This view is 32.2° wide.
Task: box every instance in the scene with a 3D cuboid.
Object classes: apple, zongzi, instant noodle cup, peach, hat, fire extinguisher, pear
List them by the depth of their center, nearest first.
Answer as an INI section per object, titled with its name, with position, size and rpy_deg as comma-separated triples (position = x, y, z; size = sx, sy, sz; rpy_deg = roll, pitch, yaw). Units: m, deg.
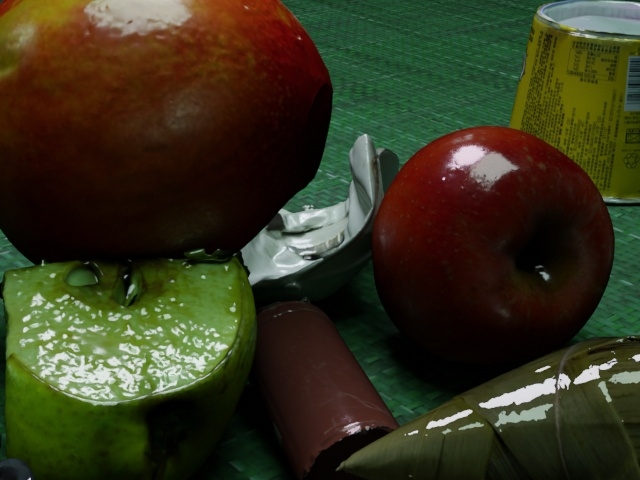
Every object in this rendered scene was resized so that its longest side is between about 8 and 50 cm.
[zongzi]
position = 0.185, 0.166, 0.964
size = 0.299, 0.145, 0.274
rpy_deg = -10, -9, 12
[pear]
position = -0.158, 0.135, 0.985
size = 0.238, 0.164, 0.255
rpy_deg = -4, 32, -16
[fire extinguisher]
position = -0.031, 0.145, 1.069
size = 0.147, 0.107, 0.337
rpy_deg = -28, 28, -6
[peach]
position = -0.176, -0.129, 1.161
size = 0.388, 0.388, 0.388
rpy_deg = 2, 24, -1
[apple]
position = 0.179, 0.012, 1.199
size = 0.260, 0.261, 0.216
rpy_deg = -11, 10, -26
[hat]
position = -0.003, -0.006, 1.381
size = 0.257, 0.168, 0.301
rpy_deg = -18, -7, 22
[instant noodle cup]
position = 0.448, -0.230, 1.749
size = 0.325, 0.254, 0.326
rpy_deg = 1, 24, 0

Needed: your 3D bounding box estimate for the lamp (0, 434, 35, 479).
[lamp]
position = -0.348, 0.190, 0.715
size = 0.374, 0.272, 0.205
rpy_deg = -14, 27, -32
